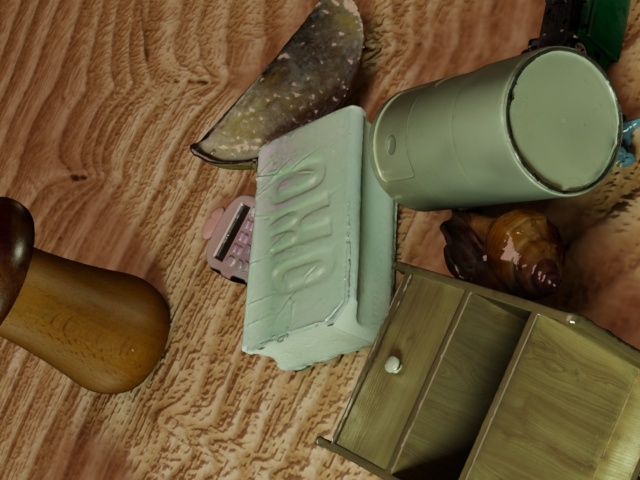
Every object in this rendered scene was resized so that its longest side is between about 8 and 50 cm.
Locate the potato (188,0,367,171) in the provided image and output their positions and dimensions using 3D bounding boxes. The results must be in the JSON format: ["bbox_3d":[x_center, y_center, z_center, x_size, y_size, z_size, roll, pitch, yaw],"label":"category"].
[{"bbox_3d":[-0.022,-0.156,1.437,0.120,0.100,0.261,38,82,20],"label":"potato"}]

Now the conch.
[{"bbox_3d":[0.165,0.015,1.098,0.086,0.080,0.232,-49,11,-13],"label":"conch"}]

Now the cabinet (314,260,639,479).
[{"bbox_3d":[0.133,0.136,0.988,0.215,0.148,0.175,17,80,54],"label":"cabinet"}]

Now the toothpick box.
[{"bbox_3d":[-0.333,0.072,1.460,0.192,0.294,0.192,-28,48,37],"label":"toothpick box"}]

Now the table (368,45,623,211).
[{"bbox_3d":[0.151,-0.093,1.101,0.220,0.126,0.126,-7,61,62],"label":"table"}]

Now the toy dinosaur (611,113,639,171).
[{"bbox_3d":[0.253,-0.086,1.087,0.083,0.030,0.047,-27,50,43],"label":"toy dinosaur"}]

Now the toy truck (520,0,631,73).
[{"bbox_3d":[0.237,-0.202,1.143,0.065,0.079,0.147,-5,62,47],"label":"toy truck"}]

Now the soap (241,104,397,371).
[{"bbox_3d":[0.000,0.000,1.281,0.150,0.094,0.262,-25,49,39],"label":"soap"}]

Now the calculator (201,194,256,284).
[{"bbox_3d":[-0.088,-0.001,1.446,0.166,0.024,0.103,26,88,51],"label":"calculator"}]
